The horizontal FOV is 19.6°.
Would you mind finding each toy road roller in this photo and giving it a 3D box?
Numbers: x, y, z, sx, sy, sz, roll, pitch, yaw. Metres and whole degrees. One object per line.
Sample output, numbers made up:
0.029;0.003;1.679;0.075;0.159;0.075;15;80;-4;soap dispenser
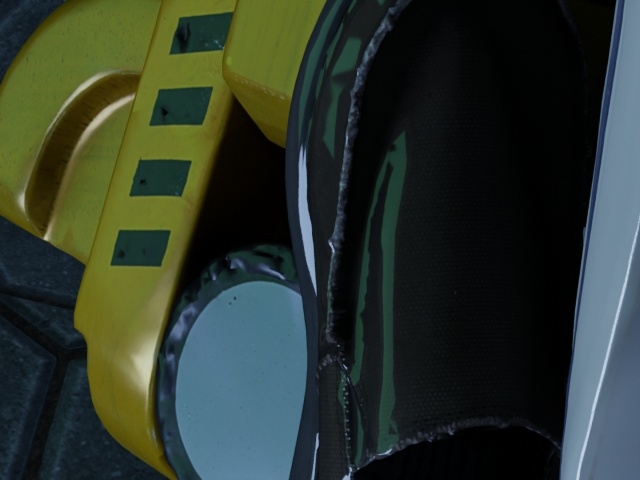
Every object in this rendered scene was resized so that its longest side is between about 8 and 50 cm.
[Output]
0.015;-0.063;0.646;0.202;0.240;0.329;3;-72;-50;toy road roller

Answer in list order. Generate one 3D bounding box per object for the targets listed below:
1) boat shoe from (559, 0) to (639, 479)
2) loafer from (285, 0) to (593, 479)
0.120;-0.073;0.403;0.158;0.127;0.340;-70;-6;-69;boat shoe
0.038;0.027;0.476;0.078;0.080;0.220;-148;58;-66;loafer
